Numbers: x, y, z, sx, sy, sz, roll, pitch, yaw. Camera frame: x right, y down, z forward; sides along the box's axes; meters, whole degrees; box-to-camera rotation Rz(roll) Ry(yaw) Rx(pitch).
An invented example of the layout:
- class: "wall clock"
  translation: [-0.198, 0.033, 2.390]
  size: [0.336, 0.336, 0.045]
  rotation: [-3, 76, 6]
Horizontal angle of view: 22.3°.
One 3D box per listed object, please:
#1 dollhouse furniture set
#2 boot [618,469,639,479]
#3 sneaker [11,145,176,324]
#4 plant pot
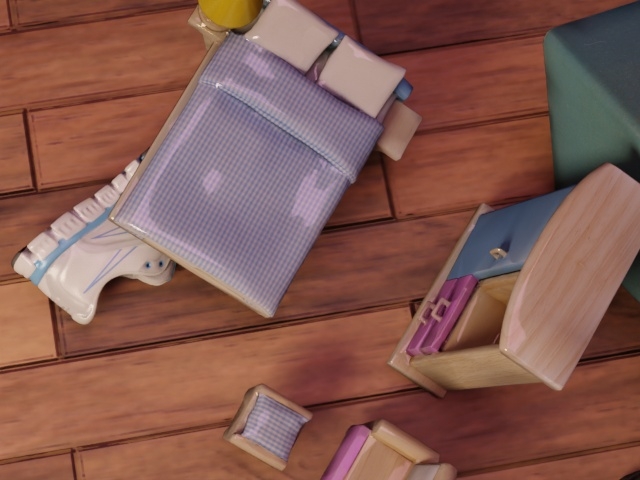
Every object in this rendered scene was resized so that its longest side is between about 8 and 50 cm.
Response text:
- class: "dollhouse furniture set"
  translation: [0.000, 0.000, 1.020]
  size: [0.303, 0.198, 0.286]
  rotation: [34, 74, -10]
- class: "boot"
  translation: [0.309, 0.158, 1.016]
  size: [0.263, 0.229, 0.091]
  rotation: [-8, 75, -6]
- class: "sneaker"
  translation: [-0.118, -0.015, 1.132]
  size: [0.190, 0.071, 0.083]
  rotation: [-41, 94, -10]
- class: "plant pot"
  translation: [0.270, -0.036, 1.047]
  size: [0.165, 0.165, 0.234]
  rotation: [-18, 39, -8]
